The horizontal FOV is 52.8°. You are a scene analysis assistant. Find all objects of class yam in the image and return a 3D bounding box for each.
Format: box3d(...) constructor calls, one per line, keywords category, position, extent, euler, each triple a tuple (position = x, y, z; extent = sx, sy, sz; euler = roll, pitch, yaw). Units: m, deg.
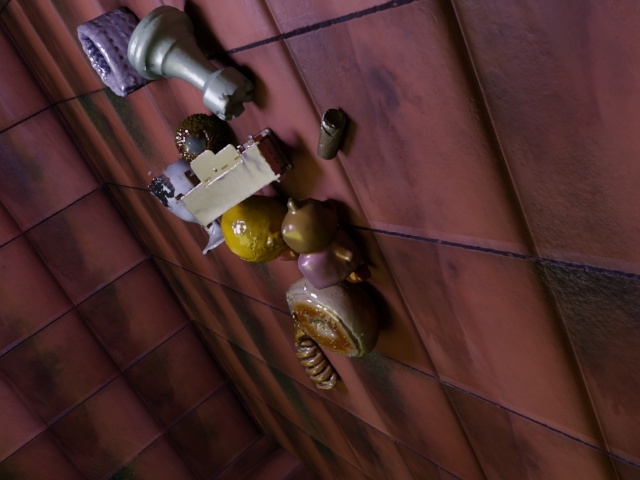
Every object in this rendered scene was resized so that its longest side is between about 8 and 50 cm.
box3d(category="yam", position=(0.022, -0.230, 1.416), extent=(0.054, 0.054, 0.132), euler=(46, 156, 15))

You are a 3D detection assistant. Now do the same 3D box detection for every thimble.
box3d(category="thimble", position=(-0.613, -0.578, 1.983), extent=(0.245, 0.157, 0.217), euler=(55, 159, -3))

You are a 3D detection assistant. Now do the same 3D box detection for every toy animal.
box3d(category="toy animal", position=(-0.004, 0.001, 1.642), extent=(0.195, 0.169, 0.281), euler=(13, 135, 52))

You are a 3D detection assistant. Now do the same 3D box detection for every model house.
box3d(category="model house", position=(-0.208, -0.195, 1.720), extent=(0.326, 0.244, 0.169), euler=(-30, 100, 33))

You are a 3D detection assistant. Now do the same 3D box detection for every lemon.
box3d(category="lemon", position=(-0.184, -0.037, 1.885), extent=(0.260, 0.204, 0.204), euler=(24, 144, 46))

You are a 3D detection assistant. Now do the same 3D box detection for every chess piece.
box3d(category="chess piece", position=(-0.314, -0.432, 1.622), extent=(0.299, 0.194, 0.194), euler=(38, 154, 10))

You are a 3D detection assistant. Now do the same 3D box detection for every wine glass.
box3d(category="wine glass", position=(-0.443, -0.131, 2.268), extent=(0.357, 0.190, 0.190), euler=(53, 157, -12))

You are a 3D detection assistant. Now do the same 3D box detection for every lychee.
box3d(category="lychee", position=(-0.351, -0.296, 1.902), extent=(0.171, 0.171, 0.171), euler=(41, 154, 25))

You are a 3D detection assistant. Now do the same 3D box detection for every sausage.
box3d(category="sausage", position=(-0.093, 0.032, 1.988), extent=(0.062, 0.062, 0.154), euler=(59, 157, -13))

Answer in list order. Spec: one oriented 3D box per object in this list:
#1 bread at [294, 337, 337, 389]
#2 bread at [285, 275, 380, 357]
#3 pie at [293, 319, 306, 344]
box3d(category="bread", position=(-0.025, 0.469, 2.454), extent=(0.225, 0.081, 0.134), euler=(56, 157, -4))
box3d(category="bread", position=(0.042, 0.201, 1.835), extent=(0.306, 0.158, 0.305), euler=(31, 153, 18))
box3d(category="pie", position=(-0.069, 0.311, 2.343), extent=(0.191, 0.033, 0.088), euler=(-52, 55, 49))
